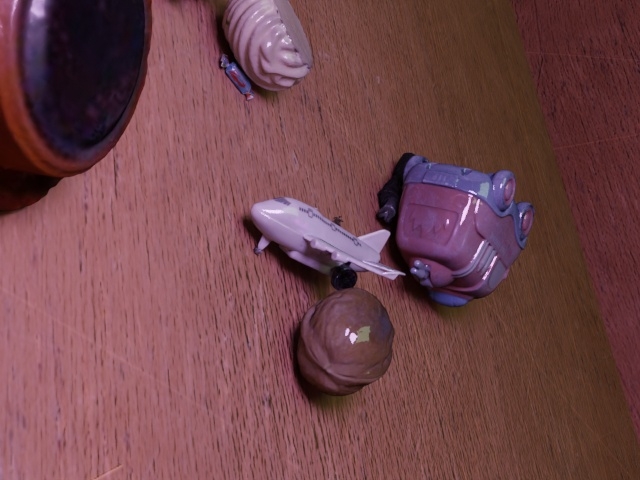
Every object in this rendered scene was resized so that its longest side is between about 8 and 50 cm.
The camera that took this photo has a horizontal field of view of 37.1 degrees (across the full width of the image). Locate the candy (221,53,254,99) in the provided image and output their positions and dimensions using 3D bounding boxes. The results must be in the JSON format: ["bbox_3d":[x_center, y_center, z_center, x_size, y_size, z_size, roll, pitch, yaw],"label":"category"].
[{"bbox_3d":[-0.127,-0.249,1.461,0.083,0.020,0.030,52,31,-28],"label":"candy"}]

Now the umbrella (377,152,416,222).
[{"bbox_3d":[0.148,-0.098,1.790,0.066,0.059,0.236,41,33,-3],"label":"umbrella"}]

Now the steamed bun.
[{"bbox_3d":[-0.088,-0.313,1.474,0.183,0.106,0.183,58,18,-30],"label":"steamed bun"}]

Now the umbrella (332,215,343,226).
[{"bbox_3d":[0.022,-0.017,1.549,0.031,0.020,0.083,22,36,1],"label":"umbrella"}]

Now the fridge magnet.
[{"bbox_3d":[-0.279,-0.205,0.918,0.363,0.155,0.364,11,90,-76],"label":"fridge magnet"}]

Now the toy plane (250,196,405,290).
[{"bbox_3d":[-0.002,0.005,1.384,0.255,0.101,0.251,17,13,-36],"label":"toy plane"}]

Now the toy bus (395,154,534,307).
[{"bbox_3d":[0.244,-0.005,1.719,0.294,0.197,0.232,44,64,-57],"label":"toy bus"}]

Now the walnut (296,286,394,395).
[{"bbox_3d":[0.035,0.139,1.322,0.162,0.140,0.140,-35,100,-56],"label":"walnut"}]
